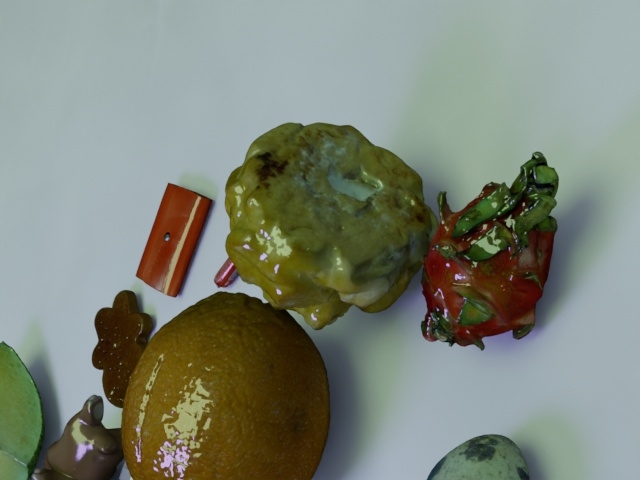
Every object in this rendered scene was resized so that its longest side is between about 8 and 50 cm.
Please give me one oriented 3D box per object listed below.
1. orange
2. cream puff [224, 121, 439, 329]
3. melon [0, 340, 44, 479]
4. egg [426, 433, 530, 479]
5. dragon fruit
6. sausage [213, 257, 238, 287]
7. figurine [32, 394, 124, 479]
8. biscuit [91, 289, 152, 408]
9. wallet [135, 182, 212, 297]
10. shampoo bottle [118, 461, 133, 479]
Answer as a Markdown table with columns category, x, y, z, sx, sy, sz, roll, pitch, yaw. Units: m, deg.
| category | x | y | z | sx | sy | sz | roll | pitch | yaw |
| --- | --- | --- | --- | --- | --- | --- | --- | --- | --- |
| orange | -0.144 | 0.258 | 1.672 | 0.322 | 0.322 | 0.357 | 0 | 80 | 47 |
| cream puff | -0.002 | 0.000 | 1.611 | 0.291 | 0.324 | 0.257 | 42 | 140 | 16 |
| melon | -0.738 | 0.441 | 2.325 | 0.343 | 0.226 | 0.331 | -54 | 54 | 39 |
| egg | 0.202 | 0.337 | 1.411 | 0.141 | 0.141 | 0.182 | 15 | 79 | 48 |
| dragon fruit | 0.222 | 0.020 | 1.444 | 0.198 | 0.200 | 0.269 | 31 | 145 | 11 |
| sausage | -0.152 | 0.038 | 1.966 | 0.129 | 0.034 | 0.034 | -53 | 45 | 21 |
| figurine | -0.435 | 0.442 | 2.017 | 0.247 | 0.177 | 0.173 | -41 | 31 | 21 |
| biscuit | -0.387 | 0.218 | 2.149 | 0.180 | 0.039 | 0.236 | -36 | 53 | 30 |
| wallet | -0.289 | -0.004 | 2.118 | 0.142 | 0.045 | 0.204 | 23 | 94 | 48 |
| shampoo bottle | -0.327 | 0.466 | 1.959 | 0.092 | 0.092 | 0.303 | 13 | 86 | 48 |
